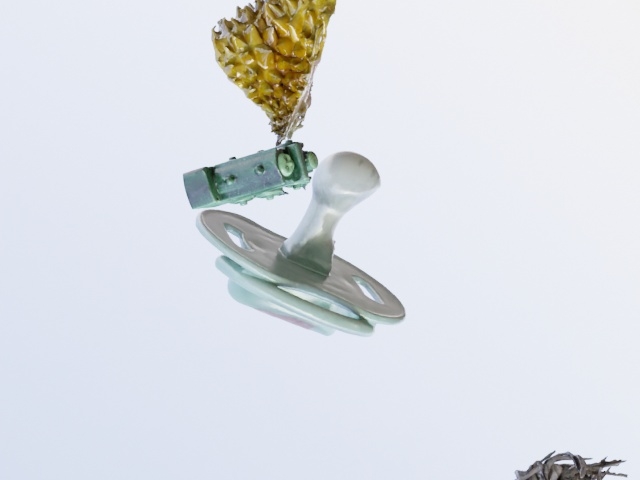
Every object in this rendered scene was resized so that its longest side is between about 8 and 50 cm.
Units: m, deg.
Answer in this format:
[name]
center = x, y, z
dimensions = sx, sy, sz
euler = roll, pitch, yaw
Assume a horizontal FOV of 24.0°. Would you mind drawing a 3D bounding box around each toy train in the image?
[toy train]
center = -0.089, -0.086, 2.005
dimensions = 0.111, 0.170, 0.071
euler = -12, -92, -61

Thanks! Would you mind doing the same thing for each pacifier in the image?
[pacifier]
center = 0.000, 0.000, 2.149
dimensions = 0.343, 0.269, 0.288
euler = 19, -164, -25

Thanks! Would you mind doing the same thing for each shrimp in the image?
[shrimp]
center = 0.186, 0.197, 1.194
dimensions = 0.165, 0.065, 0.057
euler = -23, -106, -30

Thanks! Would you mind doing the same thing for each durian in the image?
[durian]
center = -0.027, -0.303, 2.101
dimensions = 0.185, 0.195, 0.305
euler = 38, -144, -9
